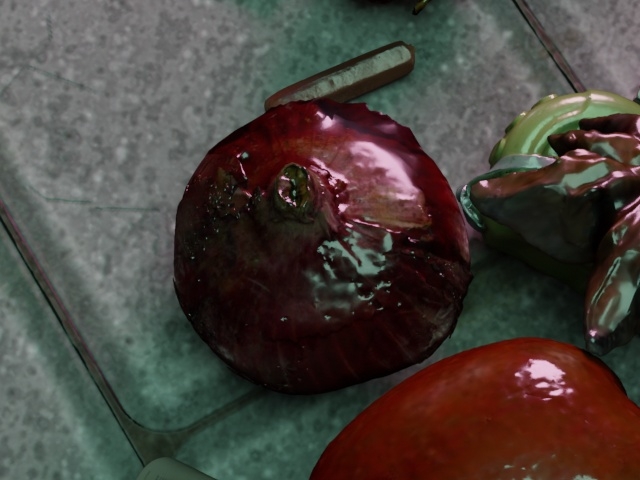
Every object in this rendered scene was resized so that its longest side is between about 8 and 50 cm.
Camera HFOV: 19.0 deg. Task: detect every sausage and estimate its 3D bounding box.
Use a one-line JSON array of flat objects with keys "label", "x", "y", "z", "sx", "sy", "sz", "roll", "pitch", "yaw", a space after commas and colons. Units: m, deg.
[{"label": "sausage", "x": 0.019, "y": -0.138, "z": 1.673, "sx": 0.147, "sy": 0.035, "sz": 0.030, "roll": -23, "pitch": 54, "yaw": -14}]

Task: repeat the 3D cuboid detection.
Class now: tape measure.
[{"label": "tape measure", "x": 0.224, "y": -0.037, "z": 1.618, "sx": 0.200, "sy": 0.106, "sz": 0.175, "roll": 26, "pitch": 79, "yaw": 0}]

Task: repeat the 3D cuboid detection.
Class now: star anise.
[{"label": "star anise", "x": 0.292, "y": -0.035, "z": 1.495, "sx": 0.349, "sy": 0.109, "sz": 0.292, "roll": -2, "pitch": 58, "yaw": -11}]

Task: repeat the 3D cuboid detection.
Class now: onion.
[{"label": "onion", "x": 0.000, "y": 0.000, "z": 1.526, "sx": 0.252, "sy": 0.219, "sz": 0.252, "roll": -2, "pitch": 67, "yaw": 4}]

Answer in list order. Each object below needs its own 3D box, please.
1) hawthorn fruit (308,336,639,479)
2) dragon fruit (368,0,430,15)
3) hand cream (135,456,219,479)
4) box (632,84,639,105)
[{"label": "hawthorn fruit", "x": 0.135, "y": 0.210, "z": 1.421, "sx": 0.311, "sy": 0.295, "sz": 0.295, "roll": 3, "pitch": 68, "yaw": -29}, {"label": "dragon fruit", "x": 0.076, "y": -0.272, "z": 1.682, "sx": 0.166, "sy": 0.133, "sz": 0.136, "roll": -1, "pitch": 113, "yaw": -4}, {"label": "hand cream", "x": -0.083, "y": 0.219, "z": 1.484, "sx": 0.054, "sy": 0.186, "sz": 0.087, "roll": -4, "pitch": 108, "yaw": -42}, {"label": "box", "x": 0.378, "y": -0.126, "z": 1.699, "sx": 0.177, "sy": 0.036, "sz": 0.115, "roll": 27, "pitch": 71, "yaw": 4}]
